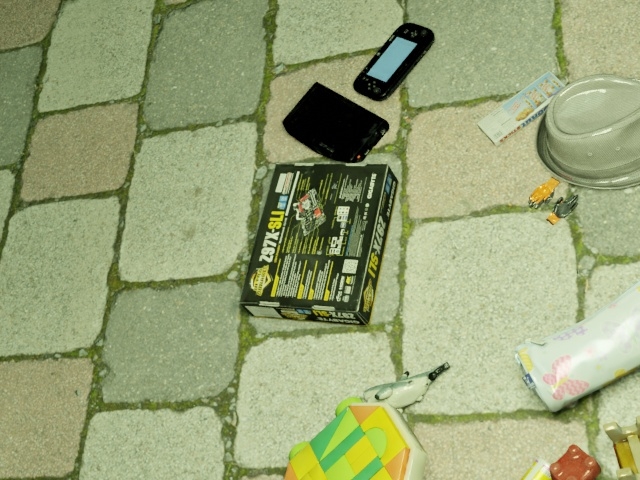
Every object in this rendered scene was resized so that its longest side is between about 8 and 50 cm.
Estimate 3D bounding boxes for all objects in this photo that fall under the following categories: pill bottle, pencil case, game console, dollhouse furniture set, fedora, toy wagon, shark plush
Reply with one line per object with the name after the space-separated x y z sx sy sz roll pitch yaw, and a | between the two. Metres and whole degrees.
0.345 0.395 1.453 0.043 0.043 0.083 37 83 33 | pill bottle
0.458 0.173 1.478 0.273 0.113 0.124 -29 65 7 | pencil case
0.097 -0.332 1.940 0.213 0.044 0.361 34 81 33 | game console
0.448 0.470 1.334 0.201 0.152 0.374 -17 42 15 | dollhouse furniture set
0.525 -0.221 1.648 0.275 0.124 0.244 -4 63 22 | fedora
0.025 0.433 1.512 0.344 0.068 0.267 -44 39 7 | toy wagon
0.152 0.252 1.608 0.161 0.073 0.067 -38 25 7 | shark plush

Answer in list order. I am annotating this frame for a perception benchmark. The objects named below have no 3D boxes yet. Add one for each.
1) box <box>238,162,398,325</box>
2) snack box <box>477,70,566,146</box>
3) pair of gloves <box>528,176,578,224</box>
0.000 0.000 1.790 0.257 0.079 0.322 1 65 26 | box
0.401 -0.261 1.783 0.178 0.022 0.064 -36 55 3 | snack box
0.434 -0.075 1.679 0.074 0.010 0.083 -43 57 -2 | pair of gloves
